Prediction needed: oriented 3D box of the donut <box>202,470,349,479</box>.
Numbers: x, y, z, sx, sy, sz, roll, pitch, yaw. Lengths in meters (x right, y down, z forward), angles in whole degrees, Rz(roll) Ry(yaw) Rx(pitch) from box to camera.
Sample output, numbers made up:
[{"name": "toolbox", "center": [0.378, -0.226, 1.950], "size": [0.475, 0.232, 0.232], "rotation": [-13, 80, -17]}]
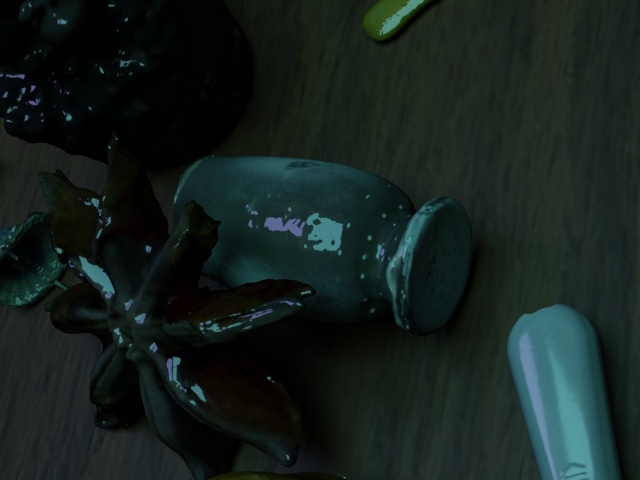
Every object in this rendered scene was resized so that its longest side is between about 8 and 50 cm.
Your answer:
[{"name": "donut", "center": [-0.006, 0.294, 1.011], "size": [0.317, 0.150, 0.299], "rotation": [12, 80, 29]}]

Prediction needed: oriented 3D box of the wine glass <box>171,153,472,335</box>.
[{"name": "wine glass", "center": [0.000, 0.000, 1.137], "size": [0.204, 0.111, 0.111], "rotation": [12, 77, 32]}]

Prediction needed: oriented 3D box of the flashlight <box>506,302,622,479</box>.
[{"name": "flashlight", "center": [0.164, 0.135, 1.045], "size": [0.093, 0.047, 0.200], "rotation": [-19, 62, 19]}]

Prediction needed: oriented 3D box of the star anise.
[{"name": "star anise", "center": [-0.109, 0.049, 1.127], "size": [0.288, 0.288, 0.088], "rotation": [31, 46, 32]}]

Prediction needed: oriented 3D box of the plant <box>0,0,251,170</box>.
[{"name": "plant", "center": [-0.179, -0.175, 1.169], "size": [0.194, 0.321, 0.181], "rotation": [-30, 62, 16]}]

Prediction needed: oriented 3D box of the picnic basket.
[{"name": "picnic basket", "center": [-0.231, 0.017, 1.274], "size": [0.083, 0.065, 0.083], "rotation": [-50, 42, -4]}]

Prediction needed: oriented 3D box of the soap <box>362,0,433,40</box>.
[{"name": "soap", "center": [0.069, -0.184, 1.228], "size": [0.089, 0.012, 0.034], "rotation": [-39, 60, 9]}]
